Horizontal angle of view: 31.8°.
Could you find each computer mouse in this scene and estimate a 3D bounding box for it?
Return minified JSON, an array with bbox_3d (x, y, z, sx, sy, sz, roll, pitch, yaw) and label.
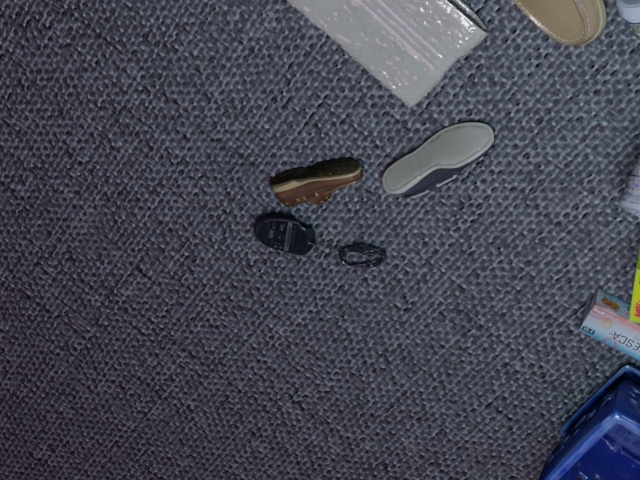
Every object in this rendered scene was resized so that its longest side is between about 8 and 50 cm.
[{"bbox_3d":[0.000,0.000,1.993,0.242,0.041,0.071,15,121,4],"label":"computer mouse"}]

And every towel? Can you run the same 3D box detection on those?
[{"bbox_3d":[0.099,-0.356,1.745,0.282,0.049,0.187,41,125,-7],"label":"towel"}]

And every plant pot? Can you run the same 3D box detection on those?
[{"bbox_3d":[0.531,0.361,1.893,0.236,0.212,0.236,34,124,0],"label":"plant pot"}]

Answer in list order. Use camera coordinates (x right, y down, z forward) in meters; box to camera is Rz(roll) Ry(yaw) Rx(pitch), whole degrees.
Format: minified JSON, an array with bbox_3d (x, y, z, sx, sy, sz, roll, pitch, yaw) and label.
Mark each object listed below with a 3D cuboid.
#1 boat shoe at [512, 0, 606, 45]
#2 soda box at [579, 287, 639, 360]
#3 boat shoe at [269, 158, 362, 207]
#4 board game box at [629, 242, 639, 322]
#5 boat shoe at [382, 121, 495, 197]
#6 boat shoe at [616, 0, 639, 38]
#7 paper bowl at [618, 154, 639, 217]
[{"bbox_3d":[0.269,-0.401,1.603,0.341,0.110,0.122,47,140,-5],"label":"boat shoe"},{"bbox_3d":[0.528,0.155,1.869,0.183,0.058,0.063,27,124,5],"label":"soda box"},{"bbox_3d":[-0.001,-0.096,1.922,0.178,0.064,0.060,-10,119,32],"label":"boat shoe"},{"bbox_3d":[0.511,0.043,1.738,0.043,0.181,0.092,8,120,16],"label":"board game box"},{"bbox_3d":[0.201,-0.129,1.841,0.206,0.075,0.065,-27,149,25],"label":"boat shoe"},{"bbox_3d":[0.565,-0.364,1.552,0.302,0.109,0.094,-15,142,28],"label":"boat shoe"},{"bbox_3d":[0.586,-0.060,1.604,0.284,0.284,0.148,24,96,6],"label":"paper bowl"}]
